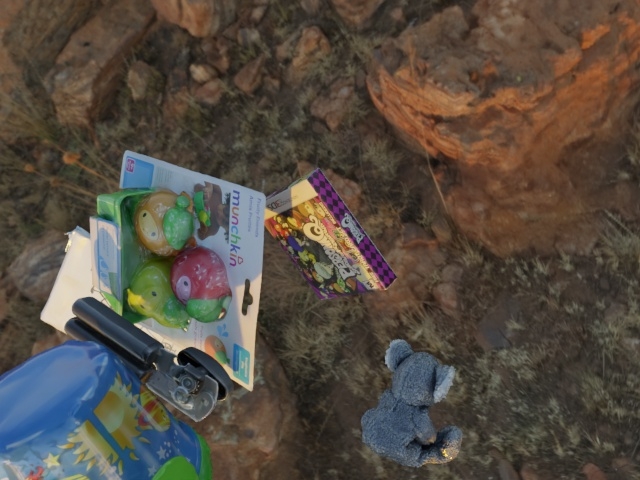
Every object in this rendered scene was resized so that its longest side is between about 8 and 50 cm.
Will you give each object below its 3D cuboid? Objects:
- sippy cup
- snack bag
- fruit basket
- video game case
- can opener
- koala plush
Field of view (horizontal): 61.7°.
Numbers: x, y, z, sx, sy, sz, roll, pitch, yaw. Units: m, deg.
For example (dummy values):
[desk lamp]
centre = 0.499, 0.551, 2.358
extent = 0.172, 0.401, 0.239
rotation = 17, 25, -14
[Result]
[sippy cup]
centre = -0.278, 0.249, 0.636
extent = 0.306, 0.224, 0.240
rotation = -16, 30, 5
[snack bag]
centre = -0.418, 0.159, 1.151
extent = 0.323, 0.343, 0.037
rotation = -52, 11, 35
[fruit basket]
centre = -0.235, 0.043, 0.882
extent = 0.353, 0.166, 0.326
rotation = 23, 115, 39
[video game case]
centre = 0.000, 0.000, 0.958
extent = 0.042, 0.232, 0.210
rotation = -43, 14, -31
[can opener]
centre = -0.269, 0.181, 0.852
extent = 0.284, 0.095, 0.075
rotation = 30, 104, 15
[koala plush]
centre = 0.197, 0.335, 1.132
extent = 0.196, 0.203, 0.221
rotation = 29, 109, 47
